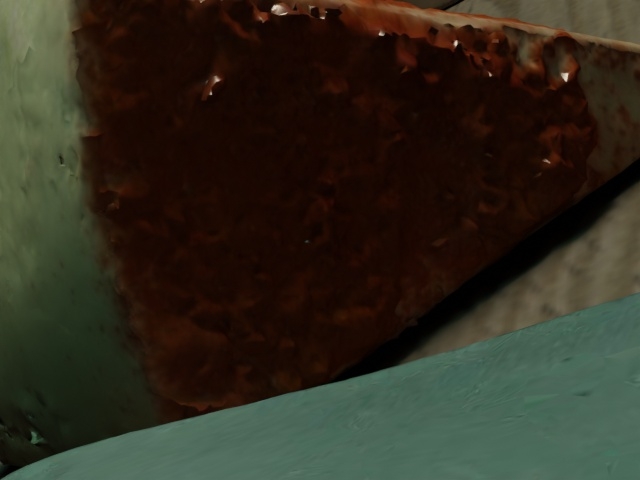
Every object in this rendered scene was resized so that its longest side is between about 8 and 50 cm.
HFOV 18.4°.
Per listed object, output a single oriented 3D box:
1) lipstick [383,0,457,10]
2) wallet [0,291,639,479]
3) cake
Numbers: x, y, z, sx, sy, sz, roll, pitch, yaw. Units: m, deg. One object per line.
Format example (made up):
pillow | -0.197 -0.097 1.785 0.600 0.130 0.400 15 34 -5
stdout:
lipstick | 0.009 -0.243 1.068 0.070 0.254 0.070 -25 14 7
wallet | 0.054 0.070 0.273 0.290 0.054 0.251 -18 19 12
cake | 0.000 0.000 0.632 0.262 0.159 0.158 5 -2 -31
